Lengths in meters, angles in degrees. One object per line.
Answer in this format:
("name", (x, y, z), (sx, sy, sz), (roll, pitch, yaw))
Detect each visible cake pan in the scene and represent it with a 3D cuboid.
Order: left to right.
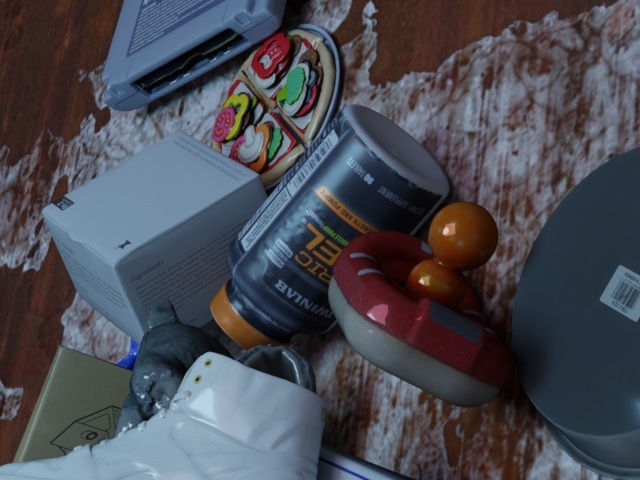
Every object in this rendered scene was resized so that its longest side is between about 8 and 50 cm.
("cake pan", (0.265, 0.046, 1.575), (0.293, 0.054, 0.293), (-28, 49, 38))

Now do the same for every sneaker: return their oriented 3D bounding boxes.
("sneaker", (-0.134, 0.176, 1.638), (0.293, 0.108, 0.169), (3, 61, 18))

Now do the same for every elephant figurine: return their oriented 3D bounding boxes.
("elephant figurine", (-0.066, 0.179, 1.809), (0.169, 0.239, 0.186), (-141, 68, -85))

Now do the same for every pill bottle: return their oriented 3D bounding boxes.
("pill bottle", (0.000, 0.000, 1.862), (0.245, 0.130, 0.130), (-50, 38, 18))

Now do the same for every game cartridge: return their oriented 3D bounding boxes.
("game cartridge", (-0.132, -0.278, 2.238), (0.294, 0.060, 0.196), (-23, 48, 43))

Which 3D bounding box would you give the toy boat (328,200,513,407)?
("toy boat", (0.100, 0.036, 1.669), (0.151, 0.151, 0.231), (-61, 13, 7))

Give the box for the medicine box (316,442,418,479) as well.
("medicine box", (0.045, 0.340, 1.583), (0.263, 0.149, 0.289), (17, 83, 54))

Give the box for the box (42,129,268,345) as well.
("box", (-0.157, -0.002, 1.999), (0.182, 0.119, 0.181), (-32, 32, -19))

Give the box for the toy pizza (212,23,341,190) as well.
("toy pizza", (-0.056, -0.144, 2.100), (0.201, 0.032, 0.201), (-29, 48, 38))

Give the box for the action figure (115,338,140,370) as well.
("action figure", (-0.195, 0.187, 2.034), (0.280, 0.139, 0.091), (-44, 32, -12))

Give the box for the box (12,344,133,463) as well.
("box", (-0.225, 0.223, 1.962), (0.021, 0.164, 0.201), (20, 88, 63))
